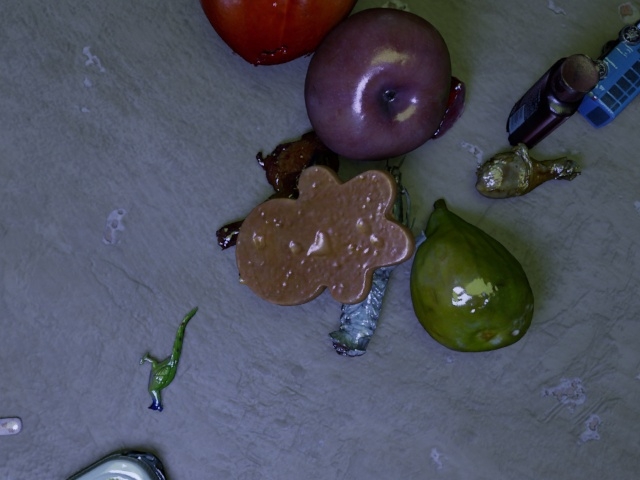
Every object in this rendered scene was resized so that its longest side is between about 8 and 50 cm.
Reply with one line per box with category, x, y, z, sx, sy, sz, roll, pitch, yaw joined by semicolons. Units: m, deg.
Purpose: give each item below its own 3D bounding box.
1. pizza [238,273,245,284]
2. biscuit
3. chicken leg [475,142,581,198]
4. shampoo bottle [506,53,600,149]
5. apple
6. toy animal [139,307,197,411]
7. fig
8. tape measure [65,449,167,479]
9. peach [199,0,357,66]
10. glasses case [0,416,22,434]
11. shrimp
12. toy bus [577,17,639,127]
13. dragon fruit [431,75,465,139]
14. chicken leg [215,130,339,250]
pizza;-0.092;0.048;1.641;0.160;0.035;0.099;-11;120;0
biscuit;0.001;0.000;1.544;0.355;0.052;0.275;-23;81;22
chicken leg;0.429;-0.147;1.697;0.228;0.088;0.103;-14;70;-2
shampoo bottle;0.452;-0.274;1.597;0.084;0.323;0.129;19;80;-1
apple;0.115;-0.291;1.570;0.306;0.235;0.305;-6;117;-12
toy animal;-0.314;0.227;1.620;0.075;0.041;0.216;18;77;-2
fig;0.273;0.083;1.623;0.233;0.233;0.314;-35;41;-8
tape measure;-0.366;0.521;1.539;0.207;0.115;0.235;-30;92;-7
peach;-0.079;-0.523;1.592;0.370;0.370;0.370;1;81;-3
glasses case;-0.626;0.364;1.588;0.083;0.021;0.032;-4;79;-4
shrimp;0.097;0.025;1.624;0.221;0.166;0.410;11;95;20
toy bus;0.643;-0.361;1.730;0.234;0.116;0.133;-44;87;-7
dragon fruit;0.247;-0.285;1.713;0.102;0.096;0.147;42;112;14
chicken leg;-0.077;-0.097;1.670;0.177;0.083;0.322;24;79;9
